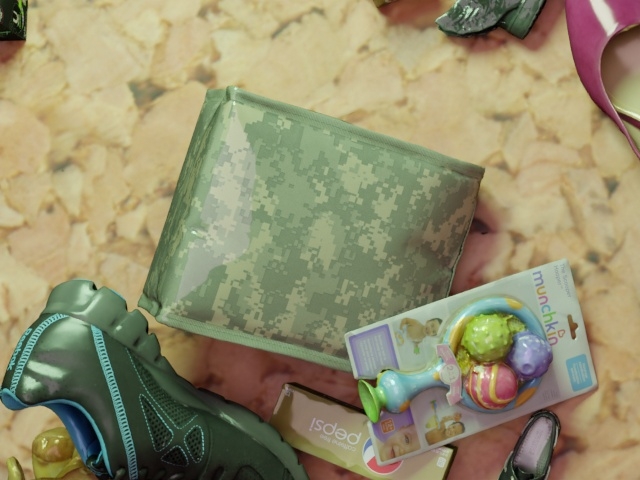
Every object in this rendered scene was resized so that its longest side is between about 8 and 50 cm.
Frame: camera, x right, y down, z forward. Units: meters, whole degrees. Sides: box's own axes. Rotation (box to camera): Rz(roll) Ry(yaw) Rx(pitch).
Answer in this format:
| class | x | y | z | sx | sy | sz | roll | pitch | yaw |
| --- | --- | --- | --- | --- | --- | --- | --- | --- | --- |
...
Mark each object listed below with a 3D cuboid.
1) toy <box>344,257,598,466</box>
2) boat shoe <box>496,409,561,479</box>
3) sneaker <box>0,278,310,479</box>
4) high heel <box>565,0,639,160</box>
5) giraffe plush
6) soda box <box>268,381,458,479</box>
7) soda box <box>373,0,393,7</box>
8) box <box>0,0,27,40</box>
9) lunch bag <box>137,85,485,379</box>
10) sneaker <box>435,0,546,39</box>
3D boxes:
| class | x | y | z | sx | sy | sz | roll | pitch | yaw |
| --- | --- | --- | --- | --- | --- | --- | --- | --- | --- |
| toy | 0.152 | 0.118 | 1.392 | 0.237 | 0.056 | 0.136 | -17 | 102 | -12 |
| boat shoe | 0.201 | 0.224 | 1.438 | 0.046 | 0.038 | 0.125 | 25 | 88 | 12 |
| sneaker | -0.154 | 0.192 | 1.407 | 0.341 | 0.125 | 0.139 | 41 | 58 | -14 |
| high heel | 0.337 | -0.126 | 1.379 | 0.127 | 0.181 | 0.377 | -30 | 80 | 5 |
| giraffe plush | -0.240 | 0.259 | 1.444 | 0.181 | 0.170 | 0.210 | 41 | 92 | 11 |
| soda box | 0.040 | 0.198 | 1.457 | 0.181 | 0.061 | 0.058 | 20 | 88 | 11 |
| soda box | 0.049 | -0.354 | 1.509 | 0.069 | 0.074 | 0.216 | -21 | 81 | 7 |
| box | -0.348 | -0.249 | 1.562 | 0.052 | 0.083 | 0.062 | 0 | 84 | 10 |
| lunch bag | 0.000 | 0.000 | 1.428 | 0.287 | 0.169 | 0.235 | 17 | 90 | -15 |
| sneaker | 0.193 | -0.270 | 1.486 | 0.089 | 0.051 | 0.170 | 28 | 93 | 7 |
